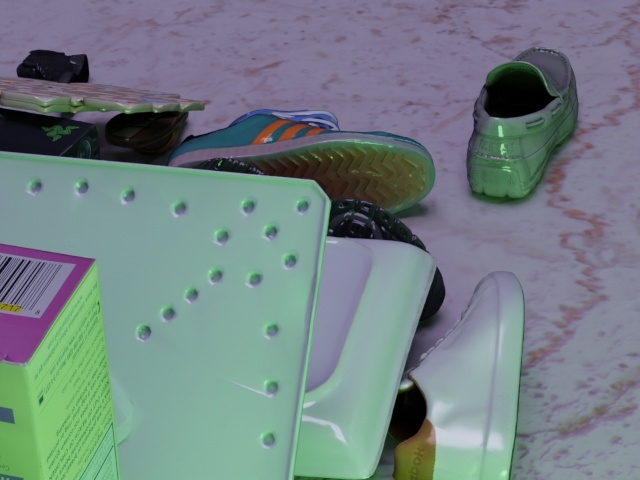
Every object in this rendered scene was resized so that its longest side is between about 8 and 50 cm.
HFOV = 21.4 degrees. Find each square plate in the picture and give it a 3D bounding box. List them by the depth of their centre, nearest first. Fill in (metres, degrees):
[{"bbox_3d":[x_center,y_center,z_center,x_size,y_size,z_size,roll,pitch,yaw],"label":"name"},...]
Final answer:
[{"bbox_3d":[-0.091,0.078,1.512,0.347,0.049,0.344,3,31,12],"label":"square plate"}]

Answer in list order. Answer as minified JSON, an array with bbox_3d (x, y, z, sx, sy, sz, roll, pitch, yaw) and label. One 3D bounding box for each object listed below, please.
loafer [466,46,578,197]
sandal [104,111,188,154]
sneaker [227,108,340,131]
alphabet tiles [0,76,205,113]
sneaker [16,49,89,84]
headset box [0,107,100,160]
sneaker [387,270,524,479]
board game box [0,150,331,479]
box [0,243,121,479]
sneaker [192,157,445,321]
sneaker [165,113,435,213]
[{"bbox_3d":[0.242,-0.163,1.986,0.112,0.111,0.319,6,31,13],"label":"loafer"},{"bbox_3d":[-0.203,-0.129,2.027,0.072,0.049,0.180,9,17,11],"label":"sandal"},{"bbox_3d":[-0.044,-0.122,1.993,0.144,0.053,0.059,-9,33,-10],"label":"sneaker"},{"bbox_3d":[-0.287,-0.164,1.937,0.278,0.021,0.284,9,8,26],"label":"alphabet tiles"},{"bbox_3d":[-0.348,-0.206,2.163,0.089,0.051,0.170,0,25,4],"label":"sneaker"},{"bbox_3d":[-0.392,-0.036,1.782,0.246,0.131,0.283,11,31,20],"label":"headset box"},{"bbox_3d":[0.118,0.115,1.513,0.123,0.106,0.290,5,32,7],"label":"sneaker"},{"bbox_3d":[-0.202,0.132,1.291,0.390,0.390,0.050,6,-10,13],"label":"board game box"},{"bbox_3d":[-0.259,0.123,1.149,0.213,0.243,0.117,9,36,14],"label":"box"},{"bbox_3d":[0.000,0.000,1.721,0.286,0.109,0.130,27,-2,14],"label":"sneaker"},{"bbox_3d":[-0.024,-0.094,1.885,0.302,0.108,0.121,-1,34,4],"label":"sneaker"}]
